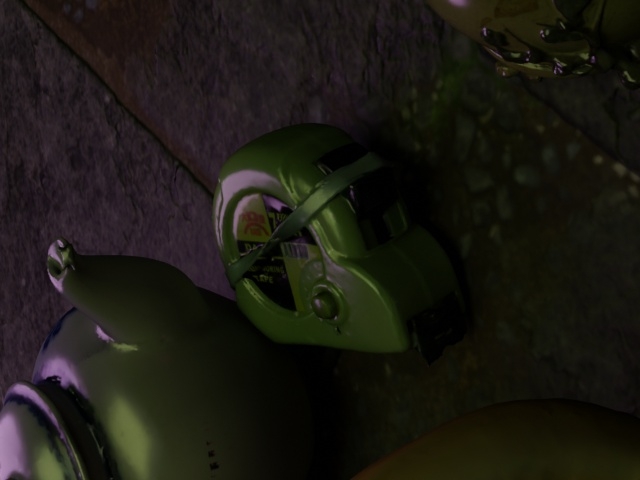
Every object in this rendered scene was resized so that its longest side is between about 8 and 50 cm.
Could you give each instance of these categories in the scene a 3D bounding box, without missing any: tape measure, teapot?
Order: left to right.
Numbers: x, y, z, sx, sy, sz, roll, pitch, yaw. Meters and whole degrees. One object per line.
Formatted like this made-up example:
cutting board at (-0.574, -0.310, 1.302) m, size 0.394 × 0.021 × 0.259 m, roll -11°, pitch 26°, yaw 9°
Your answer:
teapot at (-0.155, 0.168, 0.879) m, size 0.252 × 0.280 × 0.424 m, roll 36°, pitch 132°, yaw 41°
tape measure at (0.000, 0.000, 0.812) m, size 0.200 × 0.106 × 0.175 m, roll -3°, pitch 108°, yaw 52°
teapot at (0.139, -0.149, 0.589) m, size 0.269 × 0.173 × 0.183 m, roll 51°, pitch 171°, yaw 32°

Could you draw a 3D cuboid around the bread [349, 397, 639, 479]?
bread at (0.136, 0.295, 0.531) m, size 0.424 × 0.329 × 0.245 m, roll 54°, pitch 134°, yaw 12°
